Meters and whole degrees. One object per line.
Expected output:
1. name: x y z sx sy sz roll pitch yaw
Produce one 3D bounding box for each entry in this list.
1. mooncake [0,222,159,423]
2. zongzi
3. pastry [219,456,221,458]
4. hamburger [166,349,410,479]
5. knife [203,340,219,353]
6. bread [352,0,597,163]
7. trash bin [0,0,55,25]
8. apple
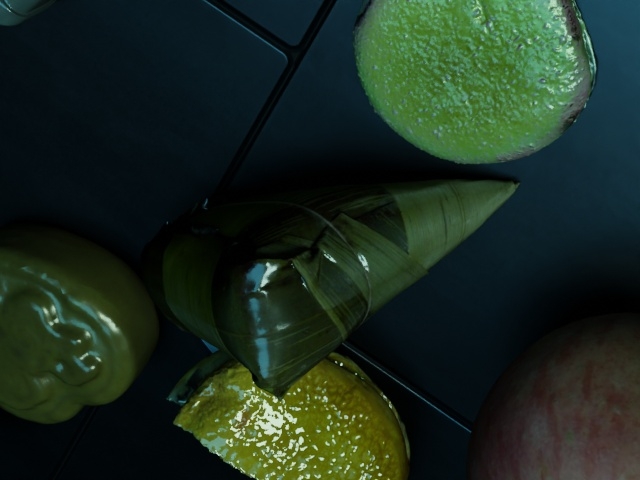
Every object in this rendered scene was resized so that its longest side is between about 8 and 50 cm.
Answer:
1. mooncake: -0.308 0.091 1.460 0.235 0.117 0.234 11 123 17
2. zongzi: 0.000 0.000 1.308 0.289 0.318 0.154 24 136 58
3. pastry: -0.090 0.194 1.460 0.080 0.056 0.140 -10 107 9
4. hamburger: -0.008 0.191 1.371 0.283 0.144 0.156 32 86 -15
5. knife: -0.129 0.101 1.454 0.027 0.010 0.096 -28 106 31
6. bread: 0.135 -0.170 1.189 0.229 0.033 0.228 9 118 18
7. trash bin: -0.282 -0.319 1.239 0.236 0.101 0.176 -30 101 30
8. apple: 0.307 0.223 1.208 0.345 0.269 0.344 20 142 17
